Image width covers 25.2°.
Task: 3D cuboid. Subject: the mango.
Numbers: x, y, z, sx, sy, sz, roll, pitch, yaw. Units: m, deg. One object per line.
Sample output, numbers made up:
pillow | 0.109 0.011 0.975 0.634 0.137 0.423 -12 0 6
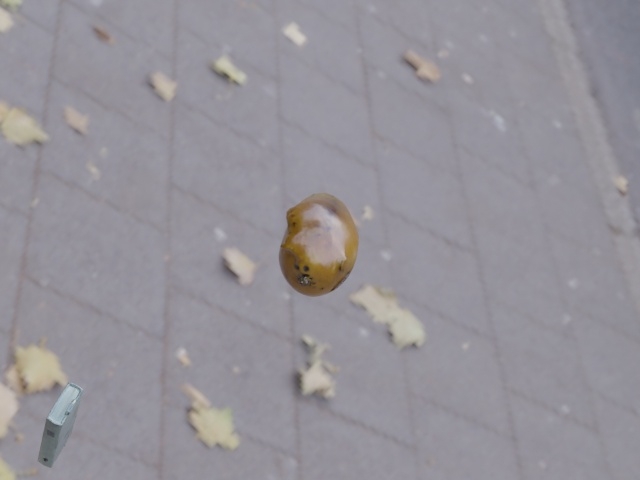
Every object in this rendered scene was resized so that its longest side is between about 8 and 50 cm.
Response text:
mango | 0.000 0.000 1.156 0.063 0.077 0.127 6 20 4

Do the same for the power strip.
power strip | -0.267 0.192 1.459 0.019 0.136 0.051 26 57 -1
